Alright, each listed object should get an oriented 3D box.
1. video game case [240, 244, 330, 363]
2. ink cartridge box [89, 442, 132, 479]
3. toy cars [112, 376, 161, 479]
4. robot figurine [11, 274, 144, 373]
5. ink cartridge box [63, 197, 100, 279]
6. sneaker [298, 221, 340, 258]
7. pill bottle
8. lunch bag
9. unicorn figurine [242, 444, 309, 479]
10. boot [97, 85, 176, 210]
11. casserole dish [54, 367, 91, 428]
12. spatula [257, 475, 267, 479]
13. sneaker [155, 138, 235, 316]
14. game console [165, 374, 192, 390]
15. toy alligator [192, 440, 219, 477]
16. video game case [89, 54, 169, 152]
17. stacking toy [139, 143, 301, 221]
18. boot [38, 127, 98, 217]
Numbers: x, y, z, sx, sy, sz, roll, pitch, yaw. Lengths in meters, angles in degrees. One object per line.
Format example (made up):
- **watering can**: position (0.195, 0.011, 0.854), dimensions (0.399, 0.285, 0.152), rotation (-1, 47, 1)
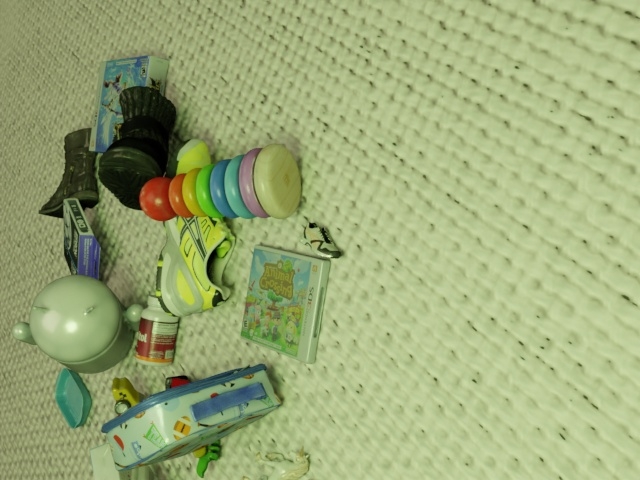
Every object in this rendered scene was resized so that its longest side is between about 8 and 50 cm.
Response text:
- **video game case**: position (-0.072, 0.117, 1.464), dimensions (0.212, 0.023, 0.194), rotation (11, 93, 48)
- **ink cartridge box**: position (-0.455, 0.535, 1.759), dimensions (0.061, 0.181, 0.104), rotation (-22, 63, 3)
- **toy cars**: position (-0.380, 0.486, 1.699), dimensions (0.176, 0.087, 0.394), rotation (91, 161, -62)
- **robot figurine**: position (-0.553, 0.198, 1.785), dimensions (0.353, 0.299, 0.200), rotation (97, 160, -71)
- **ink cartridge box**: position (-0.642, 0.029, 2.044), dimensions (0.208, 0.045, 0.206), rotation (53, 141, 37)
- **sneaker**: position (0.000, 0.000, 1.389), dimensions (0.109, 0.040, 0.044), rotation (34, 108, 44)
- **pill bottle**: position (-0.369, 0.204, 1.733), dimensions (0.086, 0.086, 0.152), rotation (10, 92, 48)
- **lunch bag**: position (-0.229, 0.320, 1.415), dimensions (0.243, 0.303, 0.115), rotation (-36, 73, 40)
- **unicorn figurine**: position (-0.081, 0.432, 1.403), dimensions (0.111, 0.060, 0.162), rotation (18, 87, 39)
- **boot**: position (-0.397, -0.228, 1.678), dimensions (0.348, 0.131, 0.260), rotation (128, 148, -75)
- **casserole dish**: position (-0.669, 0.427, 2.070), dimensions (0.188, 0.037, 0.114), rotation (38, 112, 43)
- **spatula**: position (-0.142, 0.542, 1.371), dimensions (0.168, 0.242, 0.019), rotation (16, 139, 47)
- **sneaker**: position (-0.250, -0.030, 1.626), dimensions (0.147, 0.145, 0.385), rotation (-4, 79, 18)
- **game console**: position (-0.287, 0.365, 1.628), dimensions (0.085, 0.124, 0.144), rotation (1, 84, 18)
- **toy alligator**: position (-0.240, 0.398, 1.597), dimensions (0.051, 0.056, 0.190), rotation (-12, 58, 3)
- **video game case**: position (-0.500, -0.343, 1.970), dimensions (0.269, 0.061, 0.245), rotation (9, 92, 48)
- **stacking toy**: position (-0.209, -0.099, 1.486), dimensions (0.330, 0.141, 0.141), rotation (-5, 81, 27)
- **boot**: position (-0.705, -0.191, 2.163), dimensions (0.262, 0.091, 0.229), rotation (-17, 72, 35)
